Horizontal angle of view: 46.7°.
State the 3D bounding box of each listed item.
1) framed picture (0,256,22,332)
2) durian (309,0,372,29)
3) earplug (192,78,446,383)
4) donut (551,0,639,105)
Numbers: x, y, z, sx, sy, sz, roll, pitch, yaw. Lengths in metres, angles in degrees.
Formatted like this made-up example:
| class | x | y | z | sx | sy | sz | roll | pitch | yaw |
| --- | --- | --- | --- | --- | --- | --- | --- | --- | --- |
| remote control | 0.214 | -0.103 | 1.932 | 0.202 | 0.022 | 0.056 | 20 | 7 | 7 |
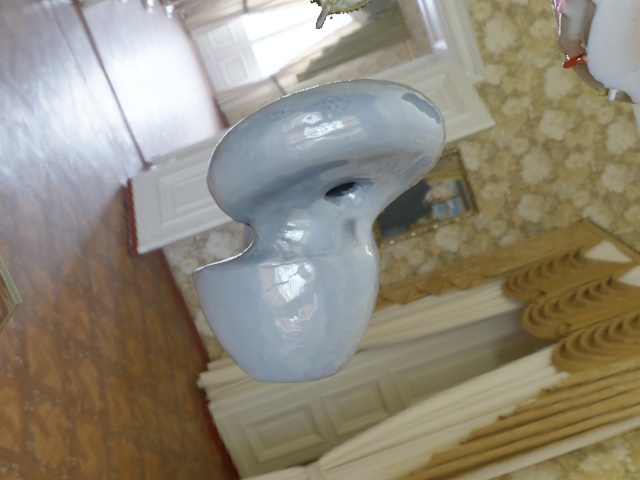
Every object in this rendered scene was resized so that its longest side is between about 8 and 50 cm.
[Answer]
| class | x | y | z | sx | sy | sz | roll | pitch | yaw |
| --- | --- | --- | --- | --- | --- | --- | --- | --- | --- |
| framed picture | -0.427 | 0.042 | 0.942 | 0.201 | 0.010 | 0.136 | -30 | -93 | 55 |
| durian | 0.016 | -0.413 | 1.137 | 0.091 | 0.148 | 0.189 | 13 | -90 | 66 |
| earplug | -0.006 | -0.008 | 0.680 | 0.175 | 0.214 | 0.326 | 54 | -45 | 38 |
| donut | 0.419 | -0.299 | 0.764 | 0.383 | 0.382 | 0.142 | 66 | 12 | -53 |
